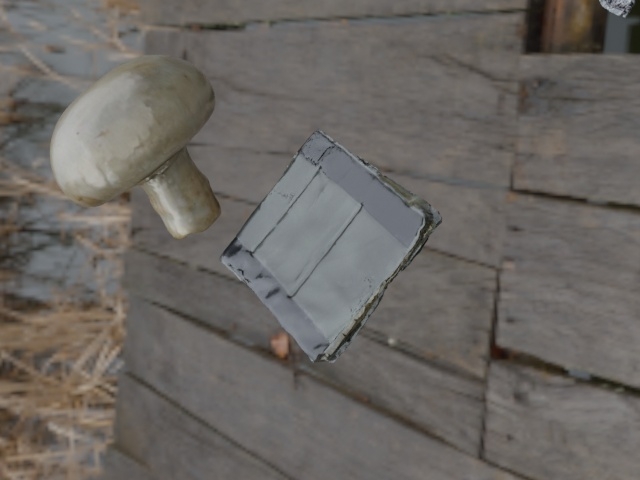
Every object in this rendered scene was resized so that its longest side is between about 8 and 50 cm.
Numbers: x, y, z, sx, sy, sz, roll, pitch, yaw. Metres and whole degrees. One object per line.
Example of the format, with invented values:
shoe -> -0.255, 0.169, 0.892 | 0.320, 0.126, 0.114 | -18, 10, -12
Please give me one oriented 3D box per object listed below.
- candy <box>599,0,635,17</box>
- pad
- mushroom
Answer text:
candy -> 0.492, -0.366, 1.747 | 0.226, 0.051, 0.094 | 3, 131, 28
pad -> 0.000, 0.000, 1.156 | 0.174, 0.022, 0.233 | -54, 38, 3
mushroom -> -0.205, -0.100, 1.380 | 0.206, 0.206, 0.209 | -20, 84, 60
